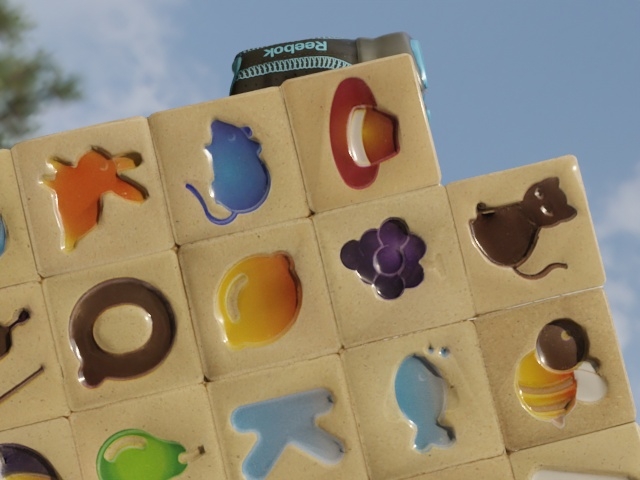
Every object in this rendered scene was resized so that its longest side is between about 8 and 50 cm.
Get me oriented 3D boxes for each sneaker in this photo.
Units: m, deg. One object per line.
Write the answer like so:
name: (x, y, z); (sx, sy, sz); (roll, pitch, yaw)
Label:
sneaker: (0.000, 0.000, 1.199); (0.140, 0.125, 0.340); (1, -58, -1)

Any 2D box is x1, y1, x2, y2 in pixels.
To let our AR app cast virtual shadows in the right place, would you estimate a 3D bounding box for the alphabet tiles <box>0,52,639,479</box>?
alphabet tiles: (-0.040, 0.085, 0.672); (0.011, 0.343, 0.285); (112, -36, -85)
